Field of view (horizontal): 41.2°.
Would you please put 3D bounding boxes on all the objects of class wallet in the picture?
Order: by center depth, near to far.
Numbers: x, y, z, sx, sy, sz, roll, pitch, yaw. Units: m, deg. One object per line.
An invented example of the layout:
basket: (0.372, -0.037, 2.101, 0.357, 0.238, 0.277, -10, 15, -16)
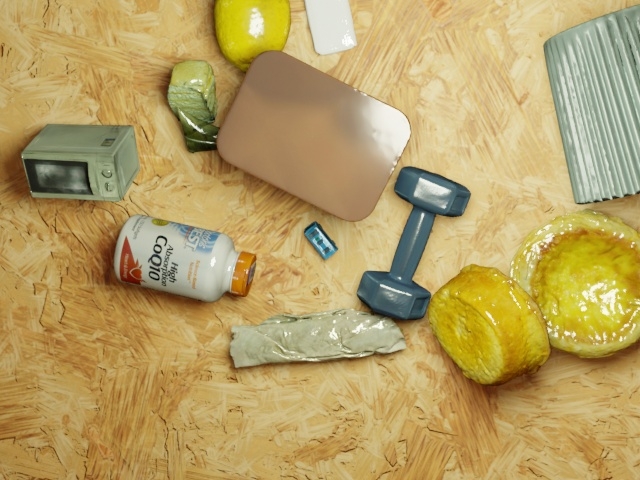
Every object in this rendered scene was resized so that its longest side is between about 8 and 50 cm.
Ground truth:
wallet: (0.015, -0.492, 1.803, 0.095, 0.033, 0.189, -13, 98, 7)

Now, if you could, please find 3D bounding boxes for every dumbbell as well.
dumbbell: (0.195, 0.009, 1.800, 0.157, 0.143, 0.316, 20, 100, 4)

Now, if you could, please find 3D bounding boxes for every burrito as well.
burrito: (-0.010, 0.213, 1.889, 0.392, 0.076, 0.117, -6, 97, 8)

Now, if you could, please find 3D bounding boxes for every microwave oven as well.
microwave oven: (-0.514, -0.166, 1.850, 0.205, 0.163, 0.129, 3, 122, 8)

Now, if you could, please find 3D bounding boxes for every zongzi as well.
zongzi: (-0.248, -0.247, 1.845, 0.104, 0.052, 0.113, -8, 127, 3)

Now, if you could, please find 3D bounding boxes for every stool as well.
stool: (0.598, -0.265, 1.643, 0.297, 0.297, 0.329, -15, 92, 9)

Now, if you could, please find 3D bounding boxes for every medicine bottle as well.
medicine bottle: (-0.290, 0.045, 1.858, 0.289, 0.157, 0.156, 12, 100, 5)

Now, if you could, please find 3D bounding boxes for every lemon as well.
lemon: (-0.140, -0.454, 1.760, 0.170, 0.170, 0.207, 0, 93, 7)

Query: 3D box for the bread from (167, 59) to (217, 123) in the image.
bread: (-0.273, -0.329, 1.835, 0.103, 0.156, 0.110, 4, 67, 0)

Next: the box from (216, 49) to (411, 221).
box: (-0.002, -0.218, 1.746, 0.340, 0.229, 0.239, 27, 101, 2)

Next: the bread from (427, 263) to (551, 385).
bread: (0.342, 0.172, 1.743, 0.146, 0.268, 0.268, -27, 96, -29)

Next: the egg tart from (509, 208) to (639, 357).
egg tart: (0.549, 0.087, 1.777, 0.319, 0.128, 0.318, 1, 97, 6)

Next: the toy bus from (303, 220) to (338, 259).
toy bus: (0.000, 0.000, 1.871, 0.038, 0.046, 0.083, -38, 93, 11)
